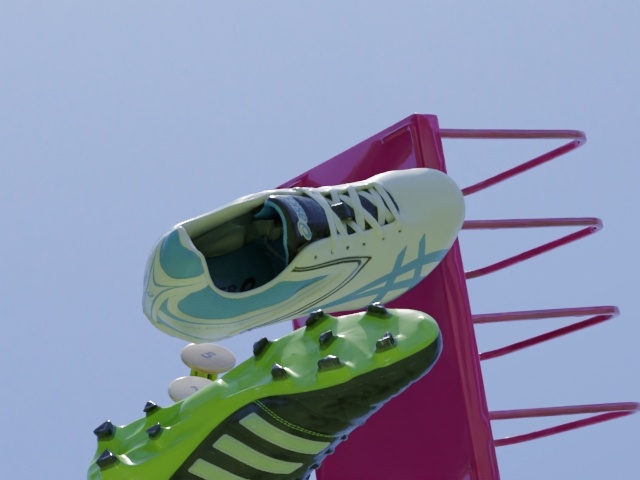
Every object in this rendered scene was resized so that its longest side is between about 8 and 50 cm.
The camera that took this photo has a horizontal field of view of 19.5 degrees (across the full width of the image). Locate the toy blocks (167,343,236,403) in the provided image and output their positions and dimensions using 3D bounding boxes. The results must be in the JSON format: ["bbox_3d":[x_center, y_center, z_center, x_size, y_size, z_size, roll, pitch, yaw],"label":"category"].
[{"bbox_3d":[-0.120,0.187,1.749,0.054,0.123,0.148,12,-65,2],"label":"toy blocks"}]

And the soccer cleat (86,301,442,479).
[{"bbox_3d":[-0.020,0.087,0.850,0.179,0.060,0.072,-26,-63,10],"label":"soccer cleat"}]

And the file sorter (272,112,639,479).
[{"bbox_3d":[0.110,0.074,1.383,0.182,0.290,0.202,-2,-13,-33],"label":"file sorter"}]

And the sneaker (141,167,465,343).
[{"bbox_3d":[0.000,0.000,1.160,0.237,0.085,0.086,-19,-24,-31],"label":"sneaker"}]
